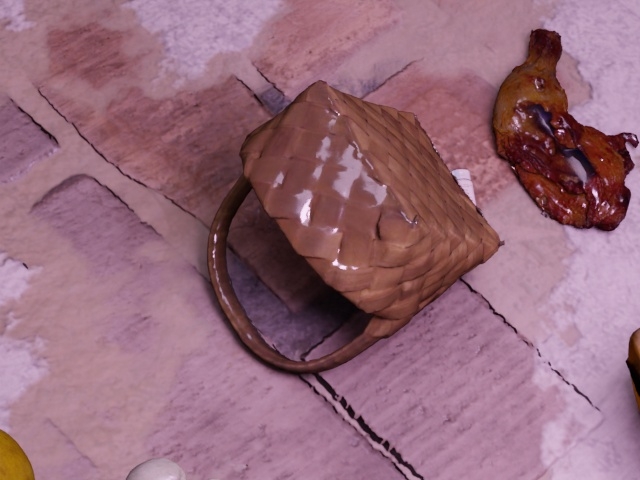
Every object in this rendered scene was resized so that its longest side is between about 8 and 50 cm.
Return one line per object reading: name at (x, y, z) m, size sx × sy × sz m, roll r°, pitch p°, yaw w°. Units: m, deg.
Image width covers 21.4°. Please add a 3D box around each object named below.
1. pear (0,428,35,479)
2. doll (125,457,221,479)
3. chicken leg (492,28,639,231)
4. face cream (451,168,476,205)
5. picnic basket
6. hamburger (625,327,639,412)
pear at (-0.388, 0.269, 1.857) m, size 0.149 × 0.162 × 0.149 m, roll -4°, pitch 61°, yaw 7°
doll at (-0.139, 0.376, 1.799) m, size 0.228 × 0.154 × 0.258 m, roll -49°, pitch 58°, yaw 7°
chicken leg at (0.316, -0.149, 2.214) m, size 0.177 × 0.083 × 0.322 m, roll -20°, pitch 60°, yaw -25°
face cream at (0.186, -0.040, 2.164) m, size 0.038 × 0.020 × 0.115 m, roll -3°, pitch 59°, yaw -5°
picnic basket at (0.000, 0.000, 2.008) m, size 0.337 × 0.337 × 0.293 m, roll -26°, pitch 68°, yaw -18°
hamburger at (0.456, 0.199, 1.857) m, size 0.176 × 0.300 × 0.300 m, roll -22°, pitch 59°, yaw 2°
